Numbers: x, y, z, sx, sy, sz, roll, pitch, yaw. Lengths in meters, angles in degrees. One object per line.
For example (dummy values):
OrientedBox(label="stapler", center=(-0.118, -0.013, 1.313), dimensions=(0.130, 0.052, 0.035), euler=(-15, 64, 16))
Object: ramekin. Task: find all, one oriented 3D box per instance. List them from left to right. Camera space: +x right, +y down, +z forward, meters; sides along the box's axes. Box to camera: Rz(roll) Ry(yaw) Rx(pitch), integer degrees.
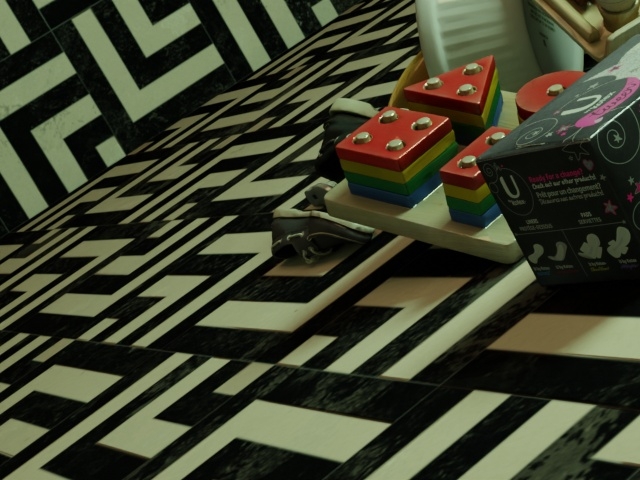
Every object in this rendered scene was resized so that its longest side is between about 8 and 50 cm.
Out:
OrientedBox(label="ramekin", center=(0.229, -0.261, 1.961), dimensions=(0.127, 0.273, 0.273), euler=(-9, 22, 28))

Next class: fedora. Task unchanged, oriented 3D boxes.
OrientedBox(label="fedora", center=(0.144, -0.198, 2.111), dimensions=(0.194, 0.079, 0.194), euler=(-61, 7, 13))

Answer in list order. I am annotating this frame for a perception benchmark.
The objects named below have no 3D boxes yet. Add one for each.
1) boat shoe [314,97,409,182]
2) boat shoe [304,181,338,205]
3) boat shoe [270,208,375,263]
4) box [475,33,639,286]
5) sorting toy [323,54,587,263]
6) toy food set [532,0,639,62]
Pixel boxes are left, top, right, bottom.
OrientedBox(label="boat shoe", center=(0.088, -0.096, 1.957), dimensions=(0.113, 0.127, 0.340), euler=(-58, 34, -6))
OrientedBox(label="boat shoe", center=(0.010, -0.068, 2.182), dimensions=(0.035, 0.035, 0.100), euler=(-37, 8, -15))
OrientedBox(label="boat shoe", center=(0.000, 0.000, 1.947), dimensions=(0.206, 0.075, 0.065), euler=(6, 81, 60))
OrientedBox(label="box", center=(0.291, -0.086, 1.416), dimensions=(0.247, 0.142, 0.163), euler=(-38, 15, -29))
OrientedBox(label="sorting toy", center=(0.169, -0.105, 1.673), dimensions=(0.257, 0.089, 0.255), euler=(16, 44, 43))
OrientedBox(label="toy food set", center=(0.327, -0.343, 1.765), dimensions=(0.219, 0.092, 0.306), euler=(-31, 49, -6))
